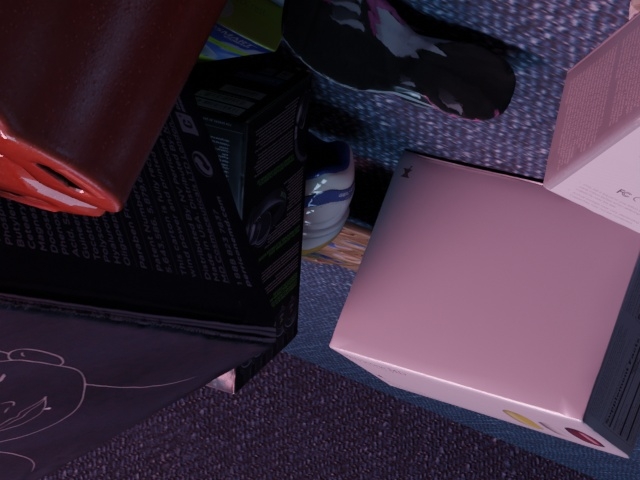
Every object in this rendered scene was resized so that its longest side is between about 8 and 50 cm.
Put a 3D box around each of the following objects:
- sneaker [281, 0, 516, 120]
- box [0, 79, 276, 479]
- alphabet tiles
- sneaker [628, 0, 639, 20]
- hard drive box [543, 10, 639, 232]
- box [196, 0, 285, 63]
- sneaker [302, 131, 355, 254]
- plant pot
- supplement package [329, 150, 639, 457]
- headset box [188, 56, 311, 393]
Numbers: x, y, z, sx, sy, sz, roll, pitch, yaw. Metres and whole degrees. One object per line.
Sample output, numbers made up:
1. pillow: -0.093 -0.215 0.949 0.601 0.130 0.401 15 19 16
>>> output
1. sneaker: 0.050 -0.132 1.328 0.178 0.072 0.077 27 180 -5
2. box: -0.377 0.030 1.264 0.480 0.297 0.472 -31 159 25
3. alphabet tiles: 0.000 0.000 1.941 0.285 0.011 0.342 20 172 -26
4. sneaker: 0.242 -0.112 1.076 0.135 0.058 0.052 11 166 38
5. hard drive box: 0.261 -0.071 0.986 0.181 0.089 0.232 24 152 -16
6. box: -0.101 -0.182 1.423 0.109 0.042 0.178 25 170 -26
7. sneaker: -0.096 -0.111 1.690 0.296 0.112 0.131 27 141 3
8. plant pot: -0.152 -0.169 0.960 0.272 0.265 0.272 20 170 4
9. supplement package: 0.178 0.057 1.670 0.262 0.204 0.145 15 168 31
10. headset box: -0.147 -0.024 1.611 0.246 0.283 0.131 15 -151 22
